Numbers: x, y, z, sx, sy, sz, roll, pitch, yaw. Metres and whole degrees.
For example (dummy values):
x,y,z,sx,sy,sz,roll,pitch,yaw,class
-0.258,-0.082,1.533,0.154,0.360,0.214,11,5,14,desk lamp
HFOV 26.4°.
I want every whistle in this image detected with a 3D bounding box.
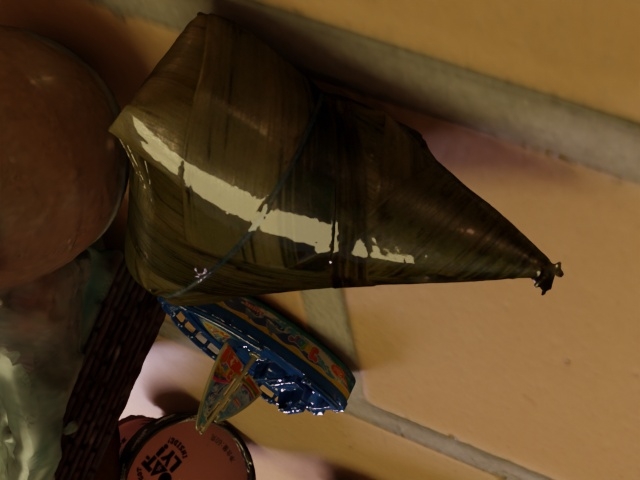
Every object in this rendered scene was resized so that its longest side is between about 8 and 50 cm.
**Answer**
x,y,z,sx,sy,sz,roll,pitch,yaw,class
-0.197,0.006,0.855,0.189,0.189,0.347,12,119,33,whistle

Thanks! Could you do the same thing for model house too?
x,y,z,sx,sy,sz,roll,pitch,yaw,class
-0.251,0.102,1.079,0.230,0.280,0.249,15,164,38,model house

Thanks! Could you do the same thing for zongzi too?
x,y,z,sx,sy,sz,roll,pitch,yaw,class
0.000,0.000,0.785,0.242,0.112,0.221,27,154,2,zongzi

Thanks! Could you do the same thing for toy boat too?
x,y,z,sx,sy,sz,roll,pitch,yaw,class
-0.063,0.103,1.052,0.175,0.110,0.091,40,153,-19,toy boat

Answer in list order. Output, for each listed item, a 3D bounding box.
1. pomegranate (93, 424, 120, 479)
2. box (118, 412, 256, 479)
x,y,z,sx,sy,sz,roll,pitch,yaw,class
-0.343,0.211,1.261,0.291,0.323,0.290,166,90,-75,pomegranate
-0.161,0.246,1.398,0.151,0.151,0.135,41,161,-25,box
